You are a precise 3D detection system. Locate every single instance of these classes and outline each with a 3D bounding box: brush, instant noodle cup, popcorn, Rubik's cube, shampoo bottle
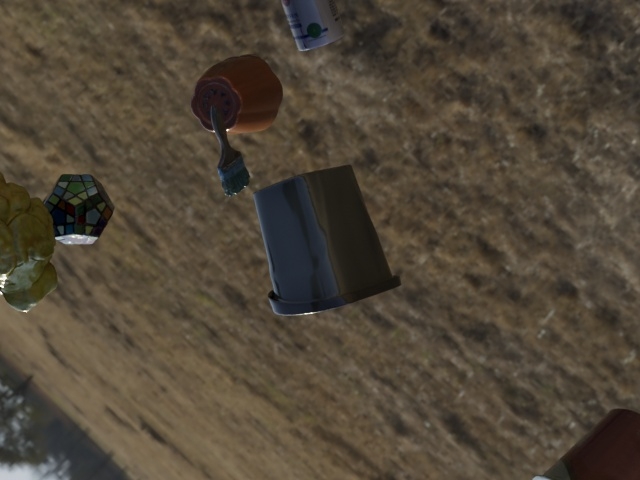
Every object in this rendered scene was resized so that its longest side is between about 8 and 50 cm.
[{"bbox_3d":[-0.182,-0.177,1.831,0.021,0.070,0.196,20,137,38],"label":"brush"},{"bbox_3d":[0.481,0.392,1.492,0.234,0.178,0.235,40,163,15],"label":"instant noodle cup"},{"bbox_3d":[-0.527,0.008,1.469,0.181,0.235,0.217,-92,-17,-56],"label":"popcorn"},{"bbox_3d":[-0.425,-0.054,1.647,0.133,0.112,0.133,6,106,22],"label":"Rubik's cube"},{"bbox_3d":[-0.047,-0.480,1.601,0.092,0.092,0.303,14,130,55],"label":"shampoo bottle"}]

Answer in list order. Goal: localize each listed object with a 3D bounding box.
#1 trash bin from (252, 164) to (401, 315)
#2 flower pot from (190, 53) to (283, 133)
[{"bbox_3d":[0.000,0.000,1.795,0.219,0.219,0.250,-17,89,43],"label":"trash bin"},{"bbox_3d":[-0.201,-0.322,2.154,0.190,0.173,0.191,6,109,17],"label":"flower pot"}]
